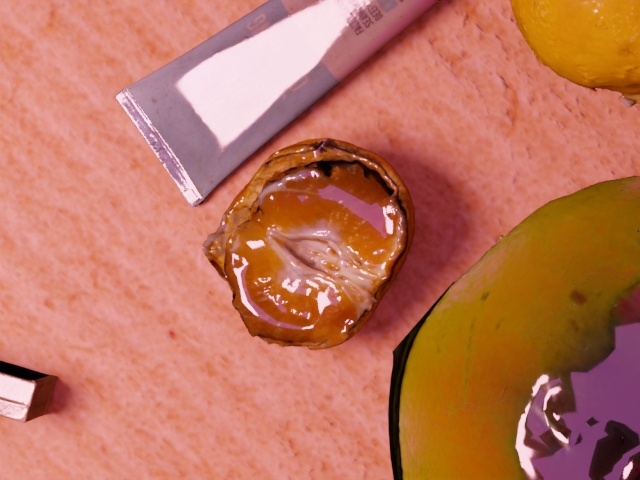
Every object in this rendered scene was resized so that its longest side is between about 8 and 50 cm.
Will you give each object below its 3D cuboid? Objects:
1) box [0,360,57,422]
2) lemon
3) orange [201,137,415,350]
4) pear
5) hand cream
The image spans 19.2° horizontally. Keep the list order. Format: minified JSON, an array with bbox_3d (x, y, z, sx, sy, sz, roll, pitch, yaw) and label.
[{"bbox_3d":[-0.257,0.113,1.483,0.083,0.079,0.035,16,91,3],"label":"box"},{"bbox_3d":[0.224,-0.204,1.403,0.173,0.173,0.206,-8,128,4],"label":"lemon"},{"bbox_3d":[0.000,0.000,1.451,0.170,0.112,0.160,-2,100,28],"label":"orange"},{"bbox_3d":[0.245,0.144,1.400,0.399,0.165,0.399,0,89,5],"label":"pear"},{"bbox_3d":[-0.011,-0.160,1.479,0.312,0.070,0.111,-37,89,7],"label":"hand cream"}]
